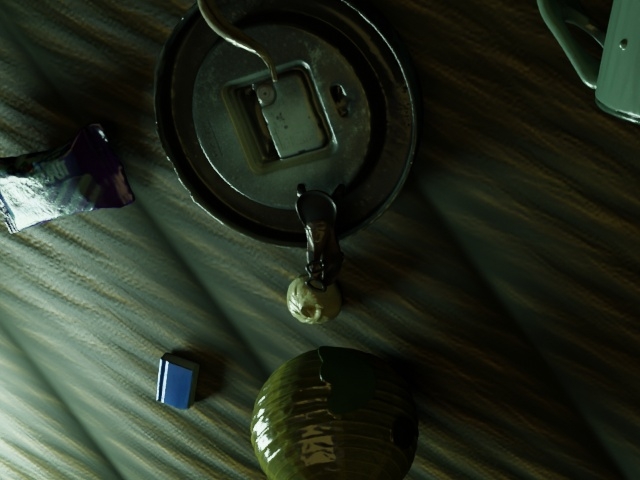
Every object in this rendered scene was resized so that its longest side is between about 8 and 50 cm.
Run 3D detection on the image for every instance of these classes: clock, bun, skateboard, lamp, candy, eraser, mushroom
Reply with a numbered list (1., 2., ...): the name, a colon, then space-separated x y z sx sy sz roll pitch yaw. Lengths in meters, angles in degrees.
1. clock: -0.044 -0.177 1.397 0.386 0.076 0.386 8 115 17
2. bun: -0.013 0.091 1.512 0.086 0.055 0.086 9 116 18
3. skateboard: 0.000 0.000 1.366 0.067 0.080 0.151 1 115 14
4. lamp: 0.021 0.291 1.454 0.250 0.284 0.250 -1 140 -1
5. candy: -0.423 -0.094 1.586 0.275 0.070 0.145 -12 116 23
6. eraser: -0.239 0.235 1.678 0.063 0.027 0.084 17 117 12
7. mushroom: -0.124 -0.322 1.295 0.068 0.043 0.306 -31 64 32

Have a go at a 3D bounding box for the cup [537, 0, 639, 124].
1. cup: 0.418 -0.301 1.039 0.401 0.310 0.392 7 109 16
